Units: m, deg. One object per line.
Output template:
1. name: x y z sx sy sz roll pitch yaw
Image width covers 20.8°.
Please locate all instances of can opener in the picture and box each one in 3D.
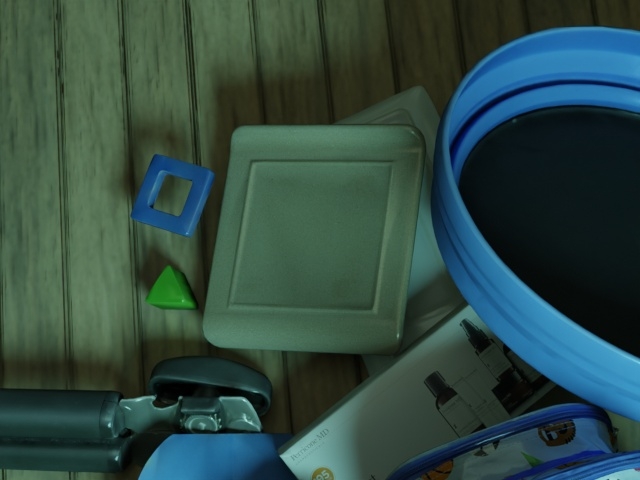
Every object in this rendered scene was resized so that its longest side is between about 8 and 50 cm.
1. can opener: -0.182 0.146 1.478 0.283 0.076 0.095 1 35 9

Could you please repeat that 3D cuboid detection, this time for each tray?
1. tray: 0.071 -0.002 1.507 0.145 0.030 0.270 -24 66 5

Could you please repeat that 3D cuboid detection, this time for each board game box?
1. board game box: -0.075 0.226 1.430 0.168 0.033 0.133 1 80 -15

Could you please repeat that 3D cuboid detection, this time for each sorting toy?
1. sorting toy: 0.000 0.000 1.484 0.347 0.047 0.196 1 76 22

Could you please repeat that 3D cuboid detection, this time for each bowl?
1. bowl: 0.270 -0.012 1.363 0.391 0.077 0.391 10 45 -11

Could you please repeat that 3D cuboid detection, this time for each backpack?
1. backpack: 0.162 0.236 1.267 0.276 0.263 0.213 -26 76 -3

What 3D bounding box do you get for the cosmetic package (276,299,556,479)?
1. cosmetic package: 0.087 0.135 1.412 0.239 0.060 0.099 -39 89 -4
